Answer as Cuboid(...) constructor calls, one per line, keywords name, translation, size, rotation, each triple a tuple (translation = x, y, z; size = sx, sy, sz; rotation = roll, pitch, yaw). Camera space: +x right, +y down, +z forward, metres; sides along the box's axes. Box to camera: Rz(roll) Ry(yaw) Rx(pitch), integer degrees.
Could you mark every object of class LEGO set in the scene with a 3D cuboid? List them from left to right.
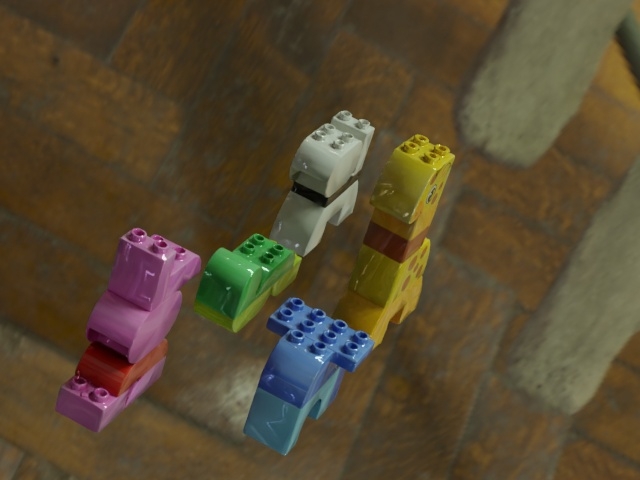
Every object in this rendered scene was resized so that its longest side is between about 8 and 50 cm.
Cuboid(name="LEGO set", translation=(0.000, 0.000, 0.636), size=(0.087, 0.093, 0.227), rotation=(26, 31, 13))
